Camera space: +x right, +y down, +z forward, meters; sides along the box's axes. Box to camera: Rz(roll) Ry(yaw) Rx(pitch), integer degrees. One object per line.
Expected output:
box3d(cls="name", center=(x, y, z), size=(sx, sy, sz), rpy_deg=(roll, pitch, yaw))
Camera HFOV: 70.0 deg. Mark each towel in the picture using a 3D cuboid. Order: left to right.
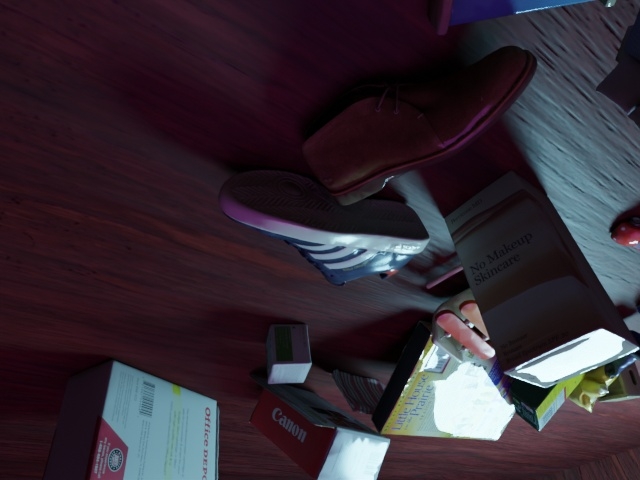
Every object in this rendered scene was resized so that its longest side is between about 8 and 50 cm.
box3d(cls="towel", center=(0.134, 0.421, 1.251), size=(0.197, 0.144, 0.029), rpy_deg=(22, 104, -32))

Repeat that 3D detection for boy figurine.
box3d(cls="boy figurine", center=(0.782, 0.376, 1.256), size=(0.177, 0.092, 0.285), rpy_deg=(-27, 147, -46))

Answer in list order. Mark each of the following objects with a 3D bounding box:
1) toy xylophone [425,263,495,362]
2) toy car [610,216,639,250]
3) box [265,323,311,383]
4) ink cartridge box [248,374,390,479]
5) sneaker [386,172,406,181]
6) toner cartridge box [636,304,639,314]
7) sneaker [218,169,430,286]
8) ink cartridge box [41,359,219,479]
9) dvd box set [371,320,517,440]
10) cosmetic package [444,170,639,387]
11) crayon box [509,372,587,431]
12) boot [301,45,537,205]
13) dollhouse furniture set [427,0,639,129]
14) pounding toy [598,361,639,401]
box3d(cls="toy xylophone", center=(0.358, 0.124, 0.939), size=(0.236, 0.081, 0.322), rpy_deg=(31, 121, -26))
box3d(cls="toy car", center=(0.720, -0.034, 0.873), size=(0.239, 0.053, 0.225), rpy_deg=(16, 135, -27))
box3d(cls="box", center=(-0.075, 0.258, 1.039), size=(0.087, 0.101, 0.102), rpy_deg=(3, 139, -14))
box3d(cls="ink cartridge box", center=(-0.034, 0.479, 1.166), size=(0.271, 0.130, 0.309), rpy_deg=(30, 168, -36))
box3d(cls="sneaker", center=(0.153, -0.129, 0.654), size=(0.158, 0.061, 0.065), rpy_deg=(-35, 140, 29))
box3d(cls="toner cartridge box", center=(0.867, 0.106, 1.005), size=(0.165, 0.075, 0.348), rpy_deg=(-13, 151, 3))
box3d(cls="sneaker", center=(0.000, 0.000, 0.721), size=(0.350, 0.131, 0.148), rpy_deg=(13, 131, -24))
box3d(cls="ink cartridge box", center=(-0.437, 0.503, 1.128), size=(0.160, 0.279, 0.385), rpy_deg=(-24, 138, 19))
box3d(cls="dvd box set", center=(0.371, 0.382, 1.202), size=(0.420, 0.062, 0.308), rpy_deg=(14, 107, -26))
box3d(cls="cosmetic package", center=(0.327, 0.055, 0.719), size=(0.129, 0.296, 0.153), rpy_deg=(25, 129, -32))
box3d(cls="crayon box", center=(0.629, 0.326, 1.189), size=(0.318, 0.081, 0.202), rpy_deg=(-44, 137, -9))
box3d(cls="boot", center=(0.104, -0.156, 0.568), size=(0.305, 0.112, 0.115), rpy_deg=(-28, 120, 30))
box3d(cls="dollhouse furniture set", center=(0.226, -0.234, 0.348), size=(0.198, 0.303, 0.286), rpy_deg=(-10, 140, 1))
box3d(cls="pounding toy", center=(0.918, 0.410, 1.398), size=(0.100, 0.141, 0.130), rpy_deg=(3, 153, -14))
